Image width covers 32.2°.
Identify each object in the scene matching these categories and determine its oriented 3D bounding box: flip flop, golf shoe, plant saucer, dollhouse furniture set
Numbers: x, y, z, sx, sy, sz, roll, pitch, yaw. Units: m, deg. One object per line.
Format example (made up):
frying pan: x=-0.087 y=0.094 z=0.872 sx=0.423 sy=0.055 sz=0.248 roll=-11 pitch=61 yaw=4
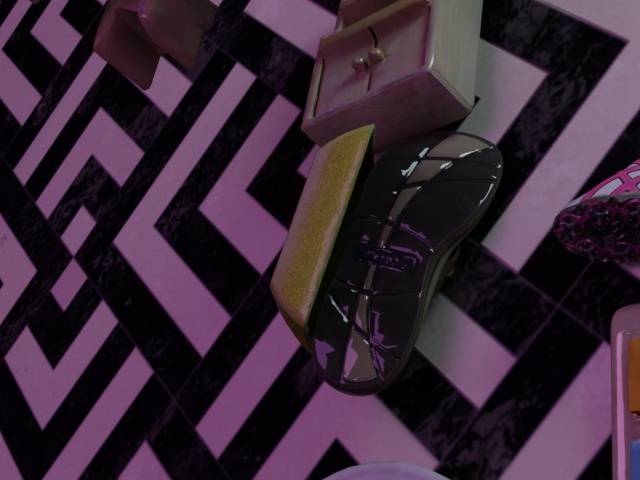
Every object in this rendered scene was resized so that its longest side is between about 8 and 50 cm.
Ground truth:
flip flop: x=0.077 y=0.018 z=0.995 sx=0.112 sy=0.080 sz=0.277 roll=18 pitch=68 yaw=18
golf shoe: x=0.271 y=-0.038 z=0.865 sx=0.186 sy=0.067 sz=0.086 roll=-20 pitch=28 yaw=37
plant saucer: x=0.000 y=0.000 z=1.019 sx=0.045 sy=0.188 sz=0.188 roll=18 pitch=78 yaw=6
dollhouse furniture set: x=-0.023 y=-0.298 z=1.016 sx=0.362 sy=0.394 sz=0.256 roll=-21 pitch=44 yaw=36

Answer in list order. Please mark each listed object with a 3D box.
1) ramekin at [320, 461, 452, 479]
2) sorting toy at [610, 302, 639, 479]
ramekin: x=0.062 y=0.311 z=0.810 sx=0.273 sy=0.127 sz=0.272 roll=-23 pitch=51 yaw=32
sorting toy: x=0.287 y=0.125 z=0.766 sx=0.193 sy=0.038 sz=0.208 roll=-13 pitch=59 yaw=40
